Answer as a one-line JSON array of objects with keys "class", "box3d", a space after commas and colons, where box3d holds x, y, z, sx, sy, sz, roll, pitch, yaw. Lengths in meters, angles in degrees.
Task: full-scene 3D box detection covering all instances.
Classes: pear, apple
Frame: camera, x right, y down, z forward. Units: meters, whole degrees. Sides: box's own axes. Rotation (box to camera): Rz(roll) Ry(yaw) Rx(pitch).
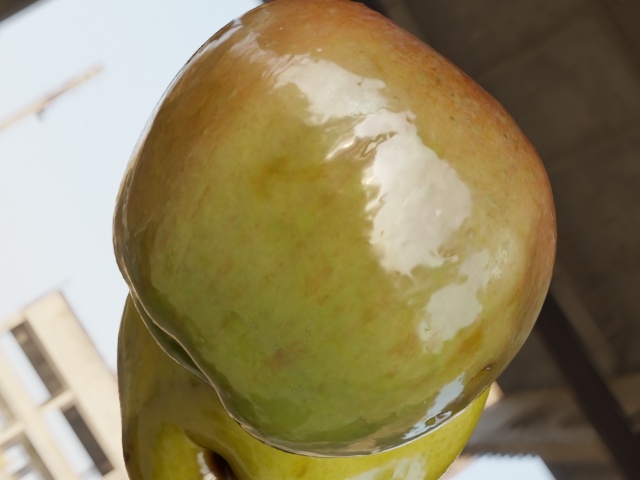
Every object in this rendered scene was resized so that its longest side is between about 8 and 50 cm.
[{"class": "pear", "box3d": [-0.016, 0.111, 1.932, 0.362, 0.418, 0.362, 15, -53, 21]}, {"class": "apple", "box3d": [0.000, 0.000, 1.499, 0.338, 0.305, 0.338, 35, -10, 7]}]
